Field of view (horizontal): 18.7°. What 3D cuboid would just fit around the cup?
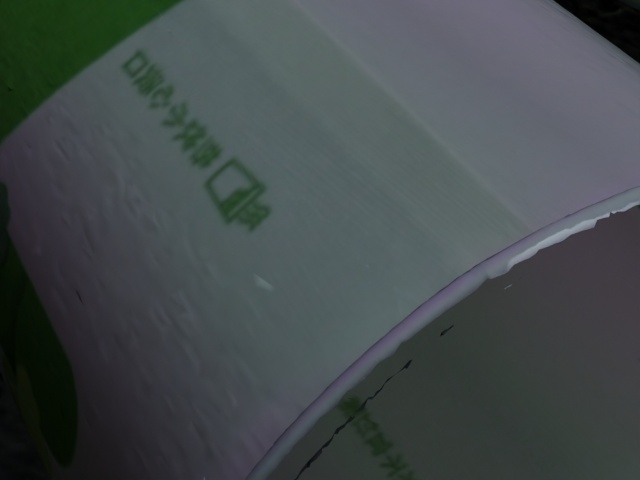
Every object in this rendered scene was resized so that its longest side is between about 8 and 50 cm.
[{"bbox_3d":[0.000,0.000,0.608,0.253,0.253,0.274,-5,43,-38],"label":"cup"}]

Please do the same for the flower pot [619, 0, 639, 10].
[{"bbox_3d":[0.230,-0.221,1.008,0.195,0.246,0.246,20,31,25],"label":"flower pot"}]
